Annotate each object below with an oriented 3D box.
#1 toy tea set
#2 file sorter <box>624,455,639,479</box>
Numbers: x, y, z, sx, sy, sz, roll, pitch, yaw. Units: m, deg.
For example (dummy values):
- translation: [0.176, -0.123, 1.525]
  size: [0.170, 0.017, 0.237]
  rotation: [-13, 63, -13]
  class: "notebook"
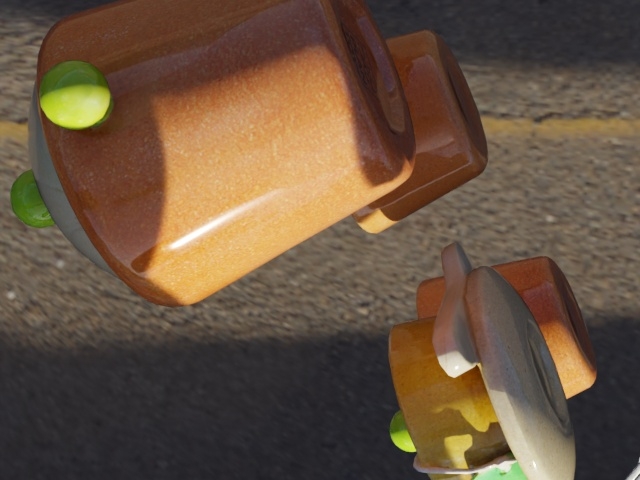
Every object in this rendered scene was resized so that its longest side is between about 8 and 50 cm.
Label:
- translation: [0.000, 0.000, 0.554]
  size: [0.124, 0.200, 0.336]
  rotation: [-21, 126, 16]
  class: "toy tea set"
- translation: [0.356, 0.219, 1.251]
  size: [0.193, 0.278, 0.173]
  rotation: [38, 119, 11]
  class: "file sorter"
